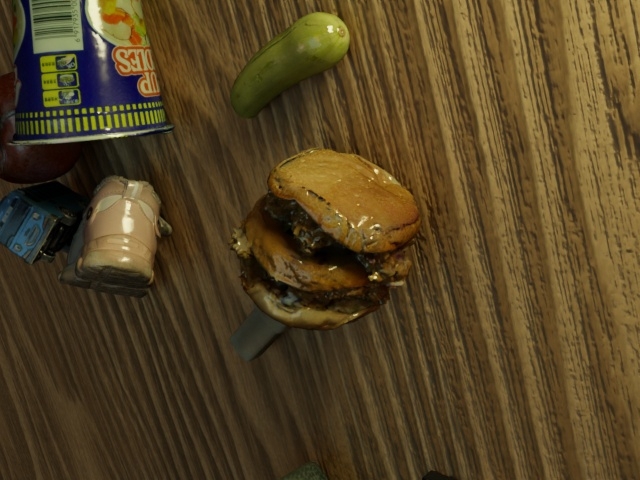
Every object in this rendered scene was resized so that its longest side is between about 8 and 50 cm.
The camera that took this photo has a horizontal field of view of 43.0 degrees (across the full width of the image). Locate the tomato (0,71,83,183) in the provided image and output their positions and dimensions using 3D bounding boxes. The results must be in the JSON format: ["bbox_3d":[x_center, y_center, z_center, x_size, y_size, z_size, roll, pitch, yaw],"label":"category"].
[{"bbox_3d":[-0.564,-0.219,1.592,0.232,0.188,0.232,12,112,32],"label":"tomato"}]

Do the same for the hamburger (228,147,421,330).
[{"bbox_3d":[0.000,-0.011,1.165,0.245,0.260,0.211,-116,35,-45],"label":"hamburger"}]

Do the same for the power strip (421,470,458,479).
[{"bbox_3d":[0.218,0.411,1.321,0.111,0.029,0.038,13,118,39],"label":"power strip"}]

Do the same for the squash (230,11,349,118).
[{"bbox_3d":[-0.051,-0.261,1.208,0.250,0.083,0.083,-24,93,47],"label":"squash"}]

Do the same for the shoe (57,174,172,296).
[{"bbox_3d":[-0.390,0.000,1.577,0.351,0.171,0.198,-16,62,62],"label":"shoe"}]

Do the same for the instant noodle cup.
[{"bbox_3d":[-0.403,-0.328,1.367,0.284,0.284,0.313,5,105,39],"label":"instant noodle cup"}]

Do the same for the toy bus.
[{"bbox_3d":[-0.545,-0.041,1.599,0.133,0.234,0.116,33,99,-2],"label":"toy bus"}]

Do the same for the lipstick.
[{"bbox_3d":[-0.072,0.120,1.403,0.077,0.079,0.253,49,134,10],"label":"lipstick"}]

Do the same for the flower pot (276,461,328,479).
[{"bbox_3d":[-0.008,0.561,1.429,0.283,0.299,0.299,52,134,21],"label":"flower pot"}]
